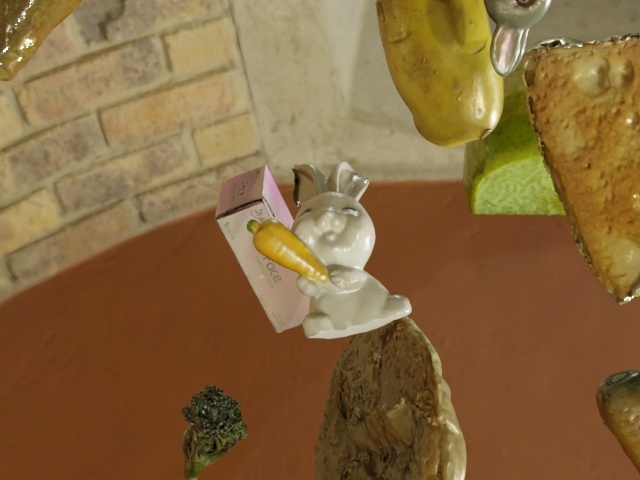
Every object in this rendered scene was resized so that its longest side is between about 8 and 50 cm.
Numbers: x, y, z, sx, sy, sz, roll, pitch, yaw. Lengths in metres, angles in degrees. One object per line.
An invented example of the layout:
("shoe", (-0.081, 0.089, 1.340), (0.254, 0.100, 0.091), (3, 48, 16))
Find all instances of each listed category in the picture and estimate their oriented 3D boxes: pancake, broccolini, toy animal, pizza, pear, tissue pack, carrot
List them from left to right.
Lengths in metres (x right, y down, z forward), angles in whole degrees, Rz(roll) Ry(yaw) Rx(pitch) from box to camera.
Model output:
("broccolini", (-0.152, 0.272, 1.261), (0.091, 0.203, 0.068), (22, -141, 1))
("tissue pack", (-0.084, 0.011, 1.649), (0.092, 0.246, 0.148), (-21, -152, 10))
("toy animal", (0.000, 0.000, 0.903), (0.131, 0.127, 0.182), (-12, -101, -4))
("pancake", (0.086, 0.274, 1.248), (0.082, 0.387, 0.387), (5, -141, -20))
("toy animal", (0.243, -0.335, 1.202), (0.108, 0.236, 0.138), (-12, -165, 40))
("pear", (0.411, -0.204, 1.595), (0.342, 0.238, 0.318), (2, -123, 9))
("pizza", (0.251, -0.061, 0.693), (0.188, 0.204, 0.080), (-9, -177, 41))
("carrot", (0.421, 0.291, 1.144), (0.078, 0.078, 0.298), (-29, -91, -18))

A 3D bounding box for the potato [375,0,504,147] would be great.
("potato", (0.171, -0.287, 1.418), (0.140, 0.300, 0.173), (-24, -173, -37))

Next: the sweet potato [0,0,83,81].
("sweet potato", (-0.113, -0.193, 0.505), (0.077, 0.077, 0.244), (29, -83, 35))
